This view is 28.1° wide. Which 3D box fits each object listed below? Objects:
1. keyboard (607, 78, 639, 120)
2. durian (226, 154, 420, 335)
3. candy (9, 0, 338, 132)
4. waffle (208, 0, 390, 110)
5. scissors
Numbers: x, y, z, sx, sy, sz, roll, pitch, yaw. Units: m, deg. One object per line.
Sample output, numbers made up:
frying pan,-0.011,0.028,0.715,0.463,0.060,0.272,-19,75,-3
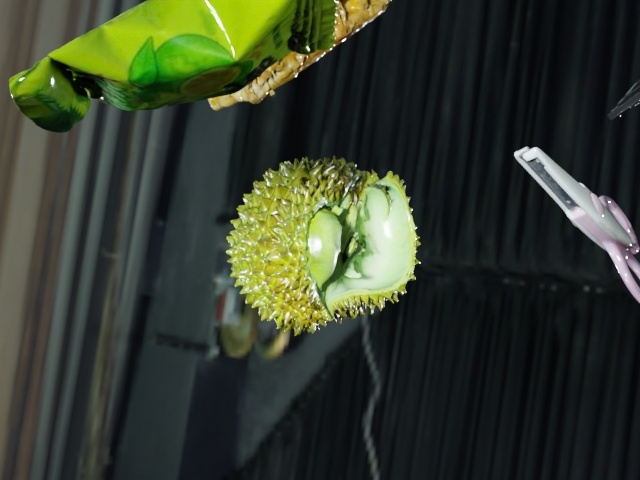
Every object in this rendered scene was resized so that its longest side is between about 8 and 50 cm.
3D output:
keyboard,0.284,-0.140,1.041,0.010,0.053,0.155,43,160,0
durian,-0.003,0.001,1.483,0.176,0.200,0.237,11,-153,40
candy,-0.104,-0.144,0.955,0.246,0.069,0.149,-13,173,0
waffle,-0.051,-0.323,1.606,0.091,0.213,0.308,-2,-151,44
scissors,0.171,-0.016,0.812,0.022,0.085,0.176,-28,141,25
